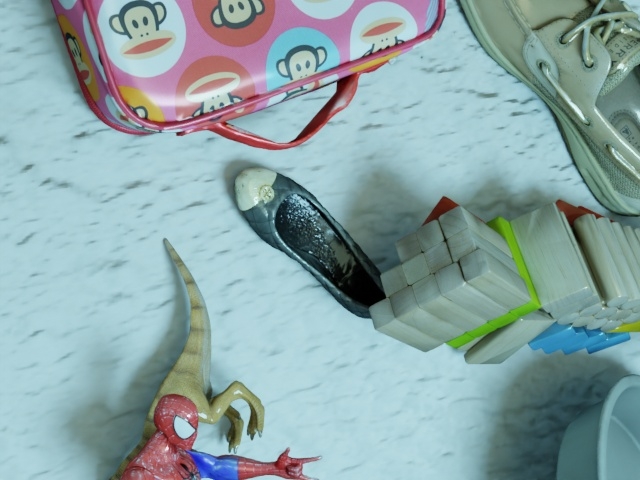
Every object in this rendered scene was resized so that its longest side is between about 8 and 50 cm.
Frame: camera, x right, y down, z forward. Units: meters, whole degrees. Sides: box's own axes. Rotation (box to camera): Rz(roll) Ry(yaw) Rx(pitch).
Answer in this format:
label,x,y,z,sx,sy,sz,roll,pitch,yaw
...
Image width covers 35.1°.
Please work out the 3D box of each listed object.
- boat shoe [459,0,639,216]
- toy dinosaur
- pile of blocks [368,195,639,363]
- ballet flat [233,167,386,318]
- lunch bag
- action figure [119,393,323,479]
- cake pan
label,x,y,z,sx,sy,sz,roll,pitch,yaw
boat shoe,0.241,-0.168,0.887,0.121,0.110,0.341,-44,107,-15
toy dinosaur,-0.100,0.117,0.782,0.112,0.064,0.211,23,83,-20
pile of blocks,0.192,0.027,0.885,0.362,0.149,0.112,6,55,-32
ballet flat,0.000,0.000,0.826,0.173,0.049,0.057,42,76,-18
lunch bag,-0.051,-0.197,0.762,0.293,0.120,0.258,-20,100,-21
action figure,-0.079,0.247,0.733,0.139,0.091,0.280,5,104,12
cake pan,0.288,0.265,0.876,0.293,0.054,0.293,30,50,-43
